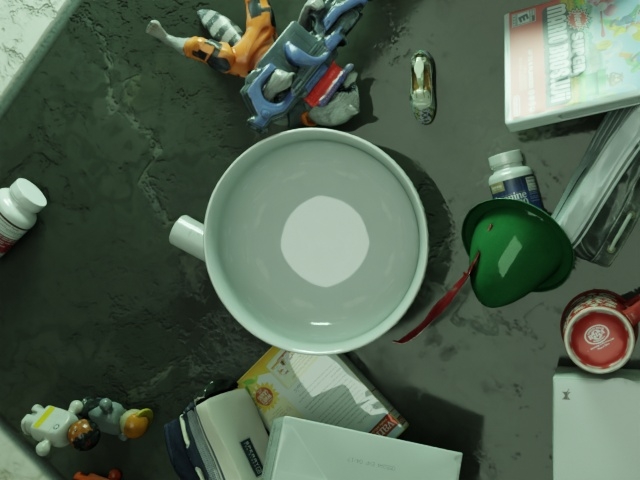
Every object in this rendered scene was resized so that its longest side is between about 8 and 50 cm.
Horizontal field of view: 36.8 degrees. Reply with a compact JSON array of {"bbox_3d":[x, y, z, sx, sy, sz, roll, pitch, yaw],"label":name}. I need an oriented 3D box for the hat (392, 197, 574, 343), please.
[{"bbox_3d":[0.239,0.071,1.358,0.173,0.208,0.183,30,54,12],"label":"hat"}]

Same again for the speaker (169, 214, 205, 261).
[{"bbox_3d":[-0.179,0.010,1.572,0.136,0.055,0.055,27,98,14],"label":"speaker"}]

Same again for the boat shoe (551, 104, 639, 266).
[{"bbox_3d":[0.451,-0.117,1.370,0.119,0.121,0.335,30,102,-4],"label":"boat shoe"}]

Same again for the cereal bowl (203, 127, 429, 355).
[{"bbox_3d":[0.000,0.000,1.466,0.338,0.141,0.339,0,92,9],"label":"cereal bowl"}]

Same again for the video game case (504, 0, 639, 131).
[{"bbox_3d":[0.396,-0.270,1.343,0.285,0.025,0.204,-10,59,27],"label":"video game case"}]

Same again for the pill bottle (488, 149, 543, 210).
[{"bbox_3d":[0.289,-0.071,1.429,0.067,0.067,0.120,-15,86,16],"label":"pill bottle"}]

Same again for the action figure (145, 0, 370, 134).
[{"bbox_3d":[-0.051,-0.314,1.510,0.330,0.178,0.341,43,73,5],"label":"action figure"}]

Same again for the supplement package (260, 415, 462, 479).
[{"bbox_3d":[0.045,0.380,1.378,0.261,0.145,0.204,13,76,-7],"label":"supplement package"}]

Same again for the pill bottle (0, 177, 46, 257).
[{"bbox_3d":[-0.550,-0.034,1.664,0.152,0.086,0.086,-41,80,12],"label":"pill bottle"}]

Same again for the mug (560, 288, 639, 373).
[{"bbox_3d":[0.399,0.114,1.347,0.113,0.169,0.150,29,99,14],"label":"mug"}]

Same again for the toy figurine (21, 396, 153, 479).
[{"bbox_3d":[-0.378,0.362,1.555,0.148,0.213,0.210,10,89,28],"label":"toy figurine"}]

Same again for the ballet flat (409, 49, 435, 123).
[{"bbox_3d":[0.154,-0.238,1.480,0.041,0.041,0.114,-2,90,16],"label":"ballet flat"}]

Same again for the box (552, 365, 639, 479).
[{"bbox_3d":[0.423,0.278,1.368,0.180,0.119,0.182,1,91,17],"label":"box"}]

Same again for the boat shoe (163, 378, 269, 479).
[{"bbox_3d":[-0.132,0.399,1.521,0.158,0.127,0.341,-35,71,43],"label":"boat shoe"}]

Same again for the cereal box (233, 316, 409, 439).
[{"bbox_3d":[-0.002,0.264,1.528,0.173,0.047,0.240,-45,80,11],"label":"cereal box"}]
